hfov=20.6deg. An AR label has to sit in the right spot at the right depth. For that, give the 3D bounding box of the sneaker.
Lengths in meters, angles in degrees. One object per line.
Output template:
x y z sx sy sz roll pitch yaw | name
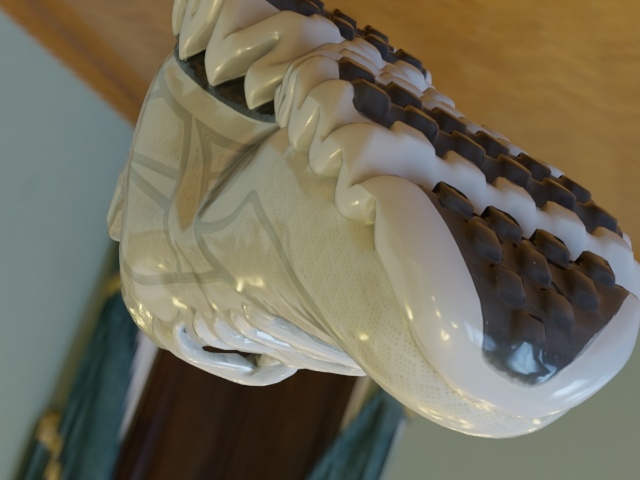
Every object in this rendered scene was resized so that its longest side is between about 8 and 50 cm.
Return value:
0.000 0.000 0.525 0.110 0.118 0.292 29 -171 -22 | sneaker
